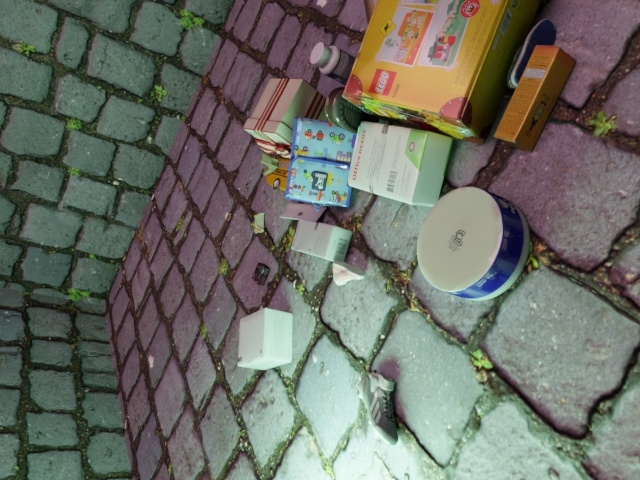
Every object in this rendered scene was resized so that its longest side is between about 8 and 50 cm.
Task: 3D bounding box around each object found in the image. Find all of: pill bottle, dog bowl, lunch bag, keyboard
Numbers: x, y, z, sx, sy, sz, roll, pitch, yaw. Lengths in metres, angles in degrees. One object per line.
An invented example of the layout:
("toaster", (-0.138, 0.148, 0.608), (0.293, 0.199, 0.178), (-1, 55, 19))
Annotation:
("pill bottle", (0.057, -0.639, 1.986), (0.108, 0.180, 0.108), (-28, 53, 46))
("dog bowl", (0.364, 0.007, 1.334), (0.264, 0.104, 0.265), (-27, 55, 47))
("lunch bag", (0.006, -0.245, 1.853), (0.138, 0.220, 0.294), (1, -82, -88))
("keyboard", (-0.068, -0.105, 2.055), (0.256, 0.014, 0.072), (10, 62, 56))

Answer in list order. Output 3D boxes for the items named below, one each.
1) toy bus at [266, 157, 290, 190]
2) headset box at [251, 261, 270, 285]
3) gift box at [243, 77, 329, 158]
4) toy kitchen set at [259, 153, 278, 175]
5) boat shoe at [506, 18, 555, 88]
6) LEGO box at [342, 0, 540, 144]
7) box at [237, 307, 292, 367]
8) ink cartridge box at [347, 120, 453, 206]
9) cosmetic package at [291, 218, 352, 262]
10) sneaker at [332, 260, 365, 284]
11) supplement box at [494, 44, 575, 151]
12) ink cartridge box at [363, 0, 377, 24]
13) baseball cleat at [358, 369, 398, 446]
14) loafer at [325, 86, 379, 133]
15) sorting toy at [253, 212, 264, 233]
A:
("toy bus", (-0.081, -0.226, 2.066), (0.332, 0.108, 0.130), (21, 91, 56))
("headset box", (-0.240, 0.137, 2.197), (0.062, 0.032, 0.083), (30, 101, 56))
("gift box", (-0.092, -0.423, 2.049), (0.255, 0.276, 0.258), (20, 80, 54))
("toy kitchen set", (-0.214, -0.308, 2.129), (0.083, 0.075, 0.068), (-26, 52, 47))
("boat shoe", (0.512, -0.462, 1.362), (0.183, 0.066, 0.066), (-59, 14, -3))
("LEGO box", (0.330, -0.554, 1.456), (0.372, 0.193, 0.501), (25, 96, 36))
("box", (-0.198, 0.355, 1.965), (0.181, 0.119, 0.182), (-28, 54, 46))
("ink cartridge box", (0.221, -0.223, 1.577), (0.272, 0.114, 0.199), (25, 107, 49))
("cosmetic package", (0.000, 0.000, 1.872), (0.231, 0.085, 0.118), (12, 85, 55))
("sneaker", (0.088, 0.115, 1.733), (0.134, 0.051, 0.070), (22, 112, 46))
("supplement box", (0.507, -0.336, 1.307), (0.080, 0.078, 0.234), (33, 103, 55))
("ink cartridge box", (0.199, -0.670, 1.722), (0.193, 0.088, 0.235), (-94, -8, -64))
("baseball cleat", (0.166, 0.434, 1.458), (0.109, 0.072, 0.206), (-51, 43, 19))
("loafer", (0.084, -0.405, 1.703), (0.130, 0.366, 0.134), (14, 103, 19))
("sorting toy", (-0.267, -0.066, 2.328), (0.075, 0.044, 0.083), (126, 146, -58))
